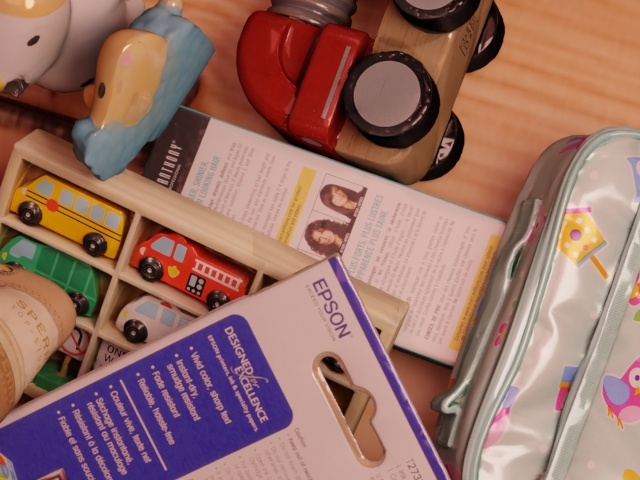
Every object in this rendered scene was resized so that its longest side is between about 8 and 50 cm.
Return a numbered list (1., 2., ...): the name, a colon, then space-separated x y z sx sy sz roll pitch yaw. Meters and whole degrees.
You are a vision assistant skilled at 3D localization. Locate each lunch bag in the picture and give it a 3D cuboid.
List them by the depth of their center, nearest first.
1. lunch bag: 0.192 0.081 1.172 0.224 0.108 0.279 21 83 -17

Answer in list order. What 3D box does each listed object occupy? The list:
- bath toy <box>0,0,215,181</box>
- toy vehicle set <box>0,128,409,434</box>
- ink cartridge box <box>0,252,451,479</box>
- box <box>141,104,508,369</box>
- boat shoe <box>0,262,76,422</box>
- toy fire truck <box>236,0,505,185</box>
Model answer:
1. bath toy: -0.243 -0.162 1.230 0.348 0.151 0.129 29 83 21
2. toy vehicle set: -0.095 0.058 1.225 0.267 0.035 0.166 25 117 8
3. ink cartridge box: -0.105 0.159 1.178 0.371 0.069 0.175 -26 90 18
4. box: 0.000 0.000 1.248 0.244 0.060 0.100 20 84 10
5. boat shoe: -0.316 0.056 1.235 0.341 0.110 0.121 8 120 26
6. toy fire truck: -0.011 -0.175 1.250 0.246 0.158 0.217 18 84 18
